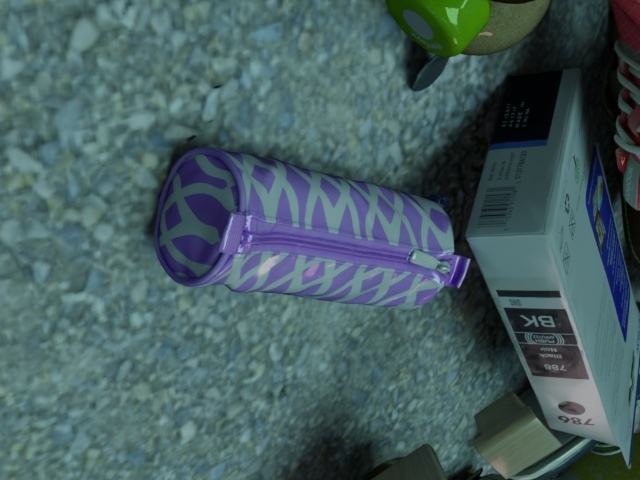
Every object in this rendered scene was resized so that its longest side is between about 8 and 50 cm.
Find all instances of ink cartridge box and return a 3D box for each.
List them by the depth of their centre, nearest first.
[{"bbox_3d":[0.206,0.039,0.672,0.333,0.065,0.165,58,41,-40],"label":"ink cartridge box"}]

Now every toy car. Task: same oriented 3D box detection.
[{"bbox_3d":[0.084,-0.169,0.492,0.155,0.149,0.188,-47,163,-5],"label":"toy car"}]

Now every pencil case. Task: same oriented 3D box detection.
[{"bbox_3d":[0.000,0.000,0.508,0.206,0.088,0.086,8,108,-41],"label":"pencil case"}]

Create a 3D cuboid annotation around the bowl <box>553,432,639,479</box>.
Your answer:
[{"bbox_3d":[0.292,0.324,0.858,0.156,0.289,0.290,18,104,-1],"label":"bowl"}]

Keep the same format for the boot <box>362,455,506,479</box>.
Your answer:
[{"bbox_3d":[0.113,0.249,0.745,0.165,0.077,0.213,-22,130,-30],"label":"boot"}]

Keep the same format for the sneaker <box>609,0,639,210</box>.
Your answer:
[{"bbox_3d":[0.250,-0.080,0.547,0.136,0.116,0.314,-43,125,18],"label":"sneaker"}]

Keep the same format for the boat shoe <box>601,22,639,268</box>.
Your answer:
[{"bbox_3d":[0.283,-0.122,0.674,0.119,0.122,0.324,-14,113,-28],"label":"boat shoe"}]

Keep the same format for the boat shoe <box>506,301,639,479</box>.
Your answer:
[{"bbox_3d":[0.266,0.163,0.818,0.254,0.095,0.079,-42,127,-31],"label":"boat shoe"}]

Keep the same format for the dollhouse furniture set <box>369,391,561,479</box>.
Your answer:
[{"bbox_3d":[0.105,0.337,0.612,0.355,0.174,0.303,-38,123,13],"label":"dollhouse furniture set"}]
